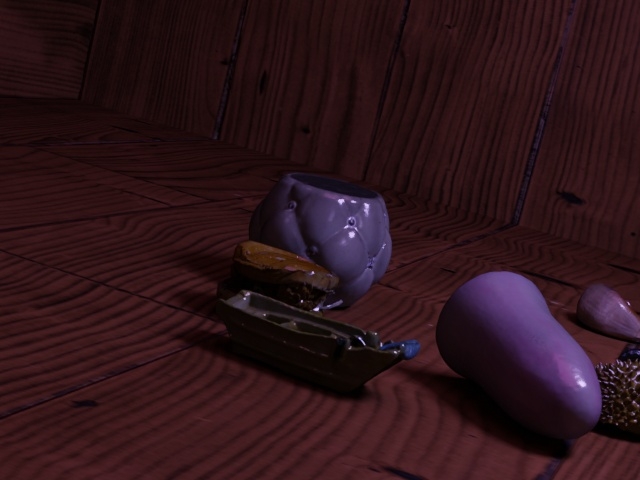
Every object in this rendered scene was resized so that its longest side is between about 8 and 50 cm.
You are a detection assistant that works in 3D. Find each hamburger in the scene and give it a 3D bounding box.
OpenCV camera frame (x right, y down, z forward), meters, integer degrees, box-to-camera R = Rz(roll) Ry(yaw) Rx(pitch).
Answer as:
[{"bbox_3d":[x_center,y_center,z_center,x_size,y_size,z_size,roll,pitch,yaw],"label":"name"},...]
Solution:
[{"bbox_3d":[-0.058,0.078,1.968,0.185,0.113,0.177,20,3,-12],"label":"hamburger"}]

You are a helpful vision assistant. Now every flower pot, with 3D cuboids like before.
[{"bbox_3d":[0.000,0.000,2.201,0.246,0.195,0.246,14,10,-3],"label":"flower pot"}]

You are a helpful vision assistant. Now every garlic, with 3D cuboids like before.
[{"bbox_3d":[0.562,0.141,2.569,0.128,0.090,0.198,28,1,-9],"label":"garlic"}]

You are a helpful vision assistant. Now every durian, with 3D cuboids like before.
[{"bbox_3d":[0.444,0.216,1.886,0.146,0.102,0.208,9,5,5],"label":"durian"}]

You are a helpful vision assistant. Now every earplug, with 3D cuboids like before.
[{"bbox_3d":[0.283,0.174,1.768,0.172,0.172,0.301,11,17,-18],"label":"earplug"}]

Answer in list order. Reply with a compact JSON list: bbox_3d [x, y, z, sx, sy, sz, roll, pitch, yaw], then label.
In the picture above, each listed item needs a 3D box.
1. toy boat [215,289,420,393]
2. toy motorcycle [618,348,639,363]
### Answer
[{"bbox_3d":[-0.010,0.139,1.746,0.276,0.084,0.111,14,12,23],"label":"toy boat"},{"bbox_3d":[0.553,0.225,1.980,0.213,0.122,0.082,5,17,26],"label":"toy motorcycle"}]
